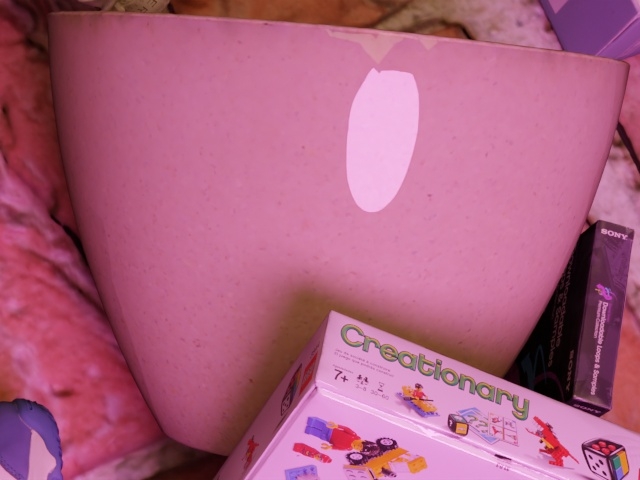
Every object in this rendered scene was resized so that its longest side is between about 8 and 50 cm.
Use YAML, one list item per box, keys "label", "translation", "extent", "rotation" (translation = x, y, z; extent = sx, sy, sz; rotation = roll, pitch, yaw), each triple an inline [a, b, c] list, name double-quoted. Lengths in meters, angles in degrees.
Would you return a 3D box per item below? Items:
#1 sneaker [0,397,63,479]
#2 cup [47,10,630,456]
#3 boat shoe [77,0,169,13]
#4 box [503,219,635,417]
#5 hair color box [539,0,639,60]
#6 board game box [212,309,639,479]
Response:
- label: "sneaker"
  translation: [-0.232, 0.211, 1.033]
  extent: [0.131, 0.112, 0.296]
  rotation: [21, 65, -10]
- label: "cup"
  translation: [0.000, 0.000, 1.099]
  extent: [0.331, 0.331, 0.236]
  rotation: [4, 93, -17]
- label: "boat shoe"
  translation: [-0.119, -0.181, 1.160]
  extent: [0.096, 0.098, 0.277]
  rotation: [63, 28, -1]
- label: "box"
  translation: [0.143, 0.067, 1.179]
  extent: [0.029, 0.162, 0.116]
  rotation: [16, 67, -12]
- label: "hair color box"
  translation: [0.317, -0.269, 1.386]
  extent: [0.375, 0.113, 0.185]
  rotation: [-20, 79, -23]
- label: "board game box"
  translation: [0.032, 0.170, 1.028]
  extent: [0.193, 0.305, 0.053]
  rotation: [23, 49, -10]
